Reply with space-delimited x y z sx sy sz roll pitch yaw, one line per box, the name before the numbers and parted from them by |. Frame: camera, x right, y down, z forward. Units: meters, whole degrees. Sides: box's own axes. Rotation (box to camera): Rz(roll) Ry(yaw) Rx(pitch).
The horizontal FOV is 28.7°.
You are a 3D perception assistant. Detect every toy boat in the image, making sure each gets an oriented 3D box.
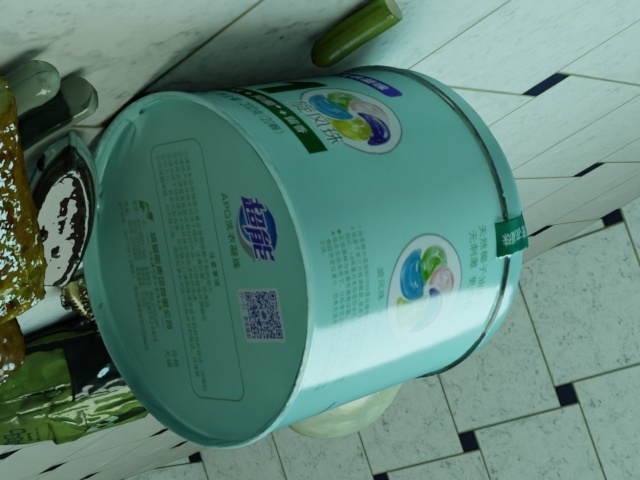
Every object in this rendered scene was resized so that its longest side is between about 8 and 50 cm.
toy boat | -0.213 -0.028 1.022 0.059 0.066 0.140 5 124 -20

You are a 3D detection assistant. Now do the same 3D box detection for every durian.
durian | -0.231 0.066 1.434 0.110 0.071 0.140 -27 173 9

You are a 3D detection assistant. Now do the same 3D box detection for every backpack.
backpack | -0.326 0.180 1.587 0.253 0.140 0.207 -14 165 -17

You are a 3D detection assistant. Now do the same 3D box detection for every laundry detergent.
laundry detergent | 0.000 0.000 1.074 0.305 0.287 0.287 -14 164 -43

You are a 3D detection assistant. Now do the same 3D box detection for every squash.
squash | 0.026 -0.169 1.023 0.083 0.027 0.027 -29 168 25

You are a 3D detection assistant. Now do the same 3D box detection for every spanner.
spanner | -0.307 -0.035 0.892 0.325 0.040 0.095 -29 167 10

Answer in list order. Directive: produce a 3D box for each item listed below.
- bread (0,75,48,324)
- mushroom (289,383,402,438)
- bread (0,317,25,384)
bread | -0.247 -0.019 0.799 0.132 0.103 0.172 -18 138 -17
mushroom | 0.000 0.108 1.526 0.356 0.315 0.315 -35 172 -18
bread | -0.347 0.084 0.948 0.246 0.135 0.232 -26 -164 -12
